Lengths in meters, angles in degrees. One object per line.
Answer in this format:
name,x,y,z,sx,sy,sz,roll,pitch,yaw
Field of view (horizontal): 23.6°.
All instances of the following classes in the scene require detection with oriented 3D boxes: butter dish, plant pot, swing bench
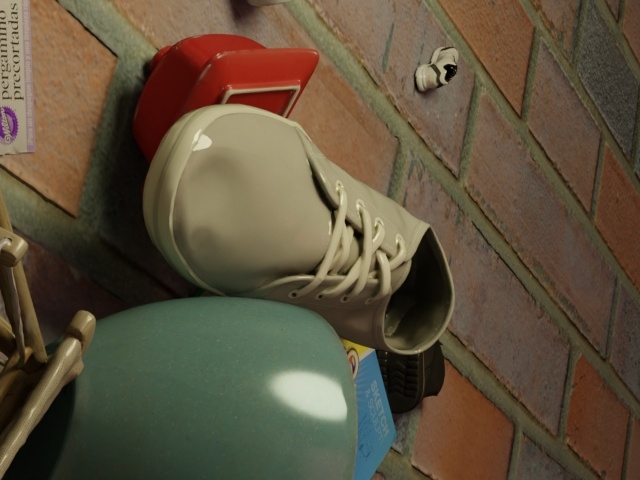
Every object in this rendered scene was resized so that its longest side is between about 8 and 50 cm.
butter dish,-0.106,-0.130,1.369,0.160,0.118,0.159,-13,139,-52
plant pot,-0.134,0.167,1.193,0.195,0.290,0.290,19,71,-29
swing bench,-0.278,0.104,0.984,0.253,0.165,0.254,-65,144,-39

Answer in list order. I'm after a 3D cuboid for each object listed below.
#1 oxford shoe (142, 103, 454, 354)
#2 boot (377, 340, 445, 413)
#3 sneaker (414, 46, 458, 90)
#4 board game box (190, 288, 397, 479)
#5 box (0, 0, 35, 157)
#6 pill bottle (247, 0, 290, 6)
oxford shoe,0.000,0.000,1.364,0.449,0.130,0.169,33,78,-57
boot,0.120,0.104,1.857,0.137,0.077,0.197,-2,106,-67
sneaker,0.158,-0.216,1.941,0.109,0.044,0.040,-50,131,-53
board game box,-0.024,0.144,1.576,0.242,0.064,0.316,-52,134,-49
box,-0.257,-0.222,1.123,0.063,0.067,0.323,-9,99,-61
pill bottle,-0.055,-0.303,1.494,0.078,0.078,0.137,-49,133,-51
